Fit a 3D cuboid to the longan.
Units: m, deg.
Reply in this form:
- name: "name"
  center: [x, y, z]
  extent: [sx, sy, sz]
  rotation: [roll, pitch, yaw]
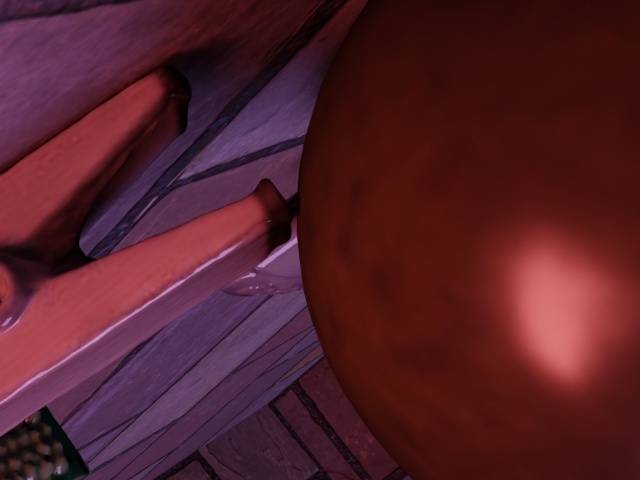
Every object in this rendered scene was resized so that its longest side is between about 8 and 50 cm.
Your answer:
- name: "longan"
  center: [0.159, -0.004, 0.641]
  extent: [0.361, 0.361, 0.361]
  rotation: [-37, 173, -6]

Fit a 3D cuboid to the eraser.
- name: "eraser"
  center: [0.001, 0.001, 1.260]
  extent: [0.204, 0.059, 0.243]
  rotation: [-38, 168, -4]

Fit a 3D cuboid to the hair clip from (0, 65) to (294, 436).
- name: "hair clip"
  center: [-0.173, 0.047, 0.609]
  extent: [0.331, 0.101, 0.085]
  rotation: [-34, 175, -12]

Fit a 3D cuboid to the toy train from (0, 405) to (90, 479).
- name: "toy train"
  center: [-0.271, 0.156, 0.745]
  extent: [0.154, 0.115, 0.269]
  rotation: [-45, 165, 34]
